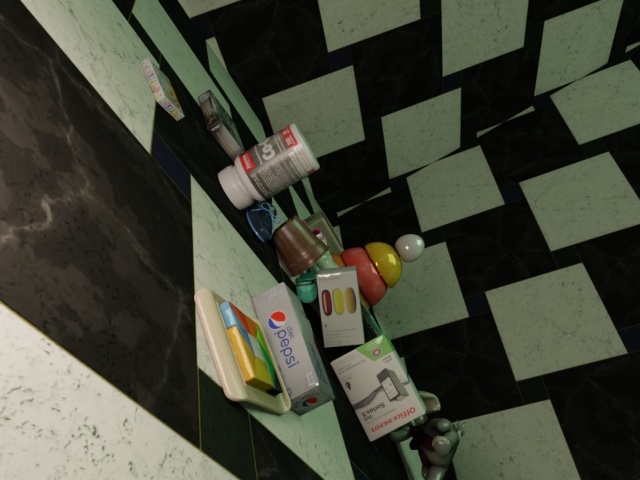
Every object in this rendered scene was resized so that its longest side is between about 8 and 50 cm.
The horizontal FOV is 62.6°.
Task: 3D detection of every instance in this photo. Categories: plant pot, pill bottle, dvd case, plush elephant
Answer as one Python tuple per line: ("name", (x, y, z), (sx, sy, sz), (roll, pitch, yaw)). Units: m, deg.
("plant pot", (-0.083, 0.011, 1.824), (0.165, 0.167, 0.167), (52, 8, -8))
("pill bottle", (-0.160, -0.221, 1.617), (0.161, 0.283, 0.161), (59, 7, -12))
("dvd case", (0.155, 0.390, 1.941), (0.180, 0.022, 0.253), (60, -29, -8))
("plush elephant", (0.377, 0.723, 1.960), (0.330, 0.255, 0.272), (-29, 134, -53))

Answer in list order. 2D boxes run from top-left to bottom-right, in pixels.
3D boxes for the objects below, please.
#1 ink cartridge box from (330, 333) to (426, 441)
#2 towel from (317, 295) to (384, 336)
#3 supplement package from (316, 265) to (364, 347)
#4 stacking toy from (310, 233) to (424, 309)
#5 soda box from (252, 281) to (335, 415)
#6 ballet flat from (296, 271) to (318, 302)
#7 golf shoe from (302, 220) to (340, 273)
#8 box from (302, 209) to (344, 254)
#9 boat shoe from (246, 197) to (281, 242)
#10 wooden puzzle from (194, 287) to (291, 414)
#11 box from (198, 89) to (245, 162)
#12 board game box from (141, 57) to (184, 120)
("ink cartridge box", (0.187, 0.465, 1.684), (0.273, 0.198, 0.115), (62, 7, 14))
("towel", (0.123, 0.304, 1.966), (0.370, 0.040, 0.271), (58, -29, -4))
("supplement package", (0.068, 0.218, 1.771), (0.134, 0.138, 0.244), (-57, 140, -83))
("stacking toy", (0.226, 0.127, 2.217), (0.351, 0.479, 0.350), (59, 7, -12))
("soda box", (-0.065, 0.240, 1.199), (0.098, 0.091, 0.286), (54, 9, -48))
("ballet flat", (-0.043, 0.168, 1.825), (0.247, 0.083, 0.087), (-53, 137, -83))
("golf shoe", (-0.008, 0.043, 1.994), (0.306, 0.140, 0.115), (35, 14, -31))
("box", (0.000, 0.000, 2.499), (0.232, 0.148, 0.127), (59, 6, -20))
("boat shoe", (-0.188, -0.094, 1.715), (0.109, 0.089, 0.258), (55, 8, -37))
("wooden puzzle", (-0.135, 0.210, 0.995), (0.221, 0.044, 0.239), (64, 8, 28))
("box", (-0.364, -0.424, 1.944), (0.183, 0.056, 0.231), (55, 9, -47))
("board game box", (-0.440, -0.422, 1.472), (0.154, 0.026, 0.103), (63, 7, 23))
